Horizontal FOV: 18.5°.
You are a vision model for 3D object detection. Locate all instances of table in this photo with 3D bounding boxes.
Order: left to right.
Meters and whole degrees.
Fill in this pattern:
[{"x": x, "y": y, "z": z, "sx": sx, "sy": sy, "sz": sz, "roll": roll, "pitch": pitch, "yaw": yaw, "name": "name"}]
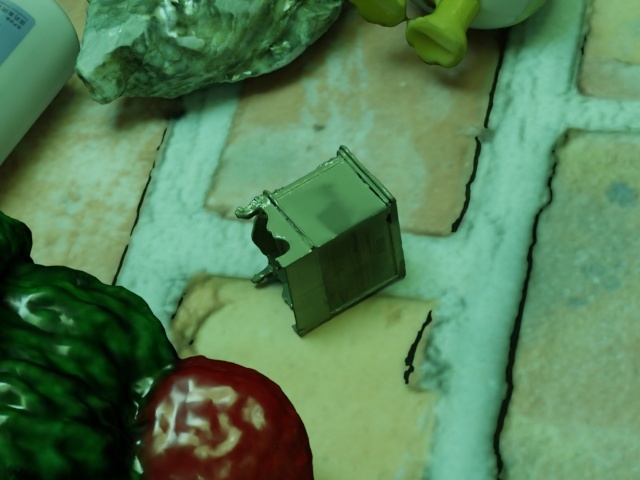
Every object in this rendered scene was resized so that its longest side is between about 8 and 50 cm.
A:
[{"x": 0.000, "y": 0.000, "z": 1.231, "sx": 0.083, "sy": 0.079, "sz": 0.062, "roll": -31, "pitch": 52, "yaw": -15, "name": "table"}]

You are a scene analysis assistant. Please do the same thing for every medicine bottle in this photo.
[{"x": -0.251, "y": -0.090, "z": 1.334, "sx": 0.103, "sy": 0.102, "sz": 0.186, "roll": 18, "pitch": 54, "yaw": 23, "name": "medicine bottle"}]

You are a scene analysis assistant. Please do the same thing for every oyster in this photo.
[{"x": -0.066, "y": -0.205, "z": 1.402, "sx": 0.199, "sy": 0.112, "sz": 0.267, "roll": 0, "pitch": 52, "yaw": 9, "name": "oyster"}]

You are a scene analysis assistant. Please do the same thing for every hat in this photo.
[{"x": -0.164, "y": 0.108, "z": 1.073, "sx": 0.332, "sy": 0.242, "sz": 0.274, "roll": 9, "pitch": 67, "yaw": 0, "name": "hat"}]

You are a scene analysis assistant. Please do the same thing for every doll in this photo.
[{"x": 0.126, "y": -0.238, "z": 1.410, "sx": 0.141, "sy": 0.117, "sz": 0.296, "roll": 33, "pitch": 45, "yaw": 7, "name": "doll"}]
